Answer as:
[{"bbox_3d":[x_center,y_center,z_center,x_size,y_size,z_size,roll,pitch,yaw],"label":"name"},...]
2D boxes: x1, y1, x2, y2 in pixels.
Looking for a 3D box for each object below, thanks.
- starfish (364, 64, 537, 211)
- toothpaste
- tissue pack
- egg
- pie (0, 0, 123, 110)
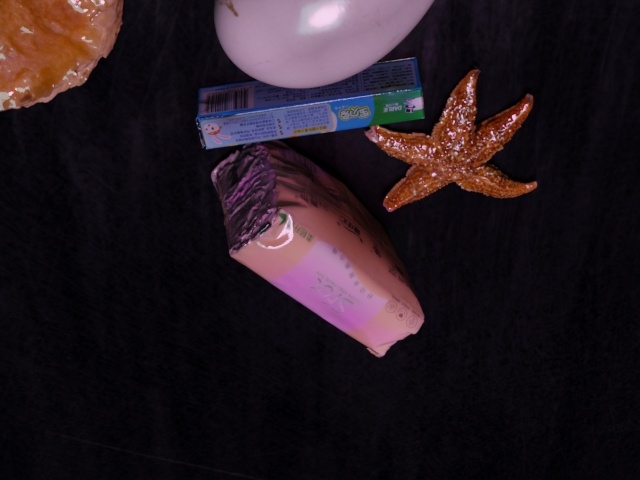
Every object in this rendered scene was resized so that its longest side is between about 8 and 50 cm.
[{"bbox_3d":[0.174,-0.108,1.468,0.241,0.043,0.227,20,128,-23],"label":"starfish"},{"bbox_3d":[-0.013,-0.162,1.394,0.267,0.065,0.050,-8,131,4],"label":"toothpaste"},{"bbox_3d":[0.000,0.000,1.446,0.257,0.215,0.123,34,111,-28],"label":"tissue pack"},{"bbox_3d":[0.012,-0.265,1.230,0.264,0.183,0.183,-27,127,12],"label":"egg"},{"bbox_3d":[-0.376,-0.277,1.267,0.340,0.083,0.339,-2,129,-2],"label":"pie"}]
